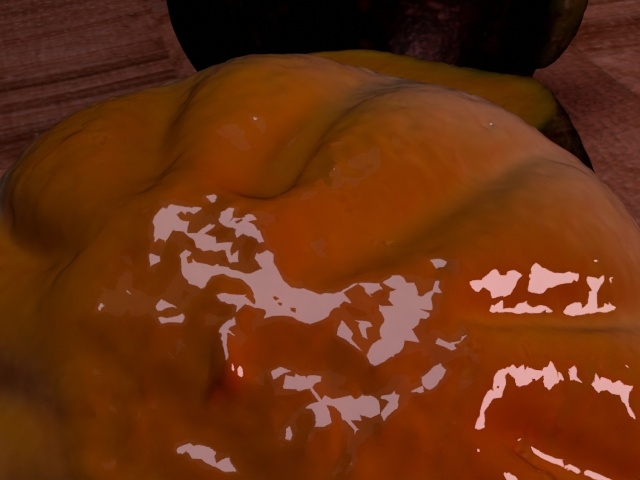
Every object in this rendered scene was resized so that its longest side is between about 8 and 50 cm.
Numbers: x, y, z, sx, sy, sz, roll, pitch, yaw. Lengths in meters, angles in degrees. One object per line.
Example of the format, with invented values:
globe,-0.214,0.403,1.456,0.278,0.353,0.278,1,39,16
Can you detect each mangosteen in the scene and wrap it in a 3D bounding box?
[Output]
mangosteen,0.038,-0.196,0.912,0.297,0.297,0.313,22,-4,42

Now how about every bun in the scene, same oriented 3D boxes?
bun,-0.016,0.063,0.402,0.298,0.165,0.299,-1,68,3

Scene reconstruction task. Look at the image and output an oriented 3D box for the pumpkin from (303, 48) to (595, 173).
pumpkin,0.000,0.000,0.655,0.221,0.139,0.317,-25,29,-24
